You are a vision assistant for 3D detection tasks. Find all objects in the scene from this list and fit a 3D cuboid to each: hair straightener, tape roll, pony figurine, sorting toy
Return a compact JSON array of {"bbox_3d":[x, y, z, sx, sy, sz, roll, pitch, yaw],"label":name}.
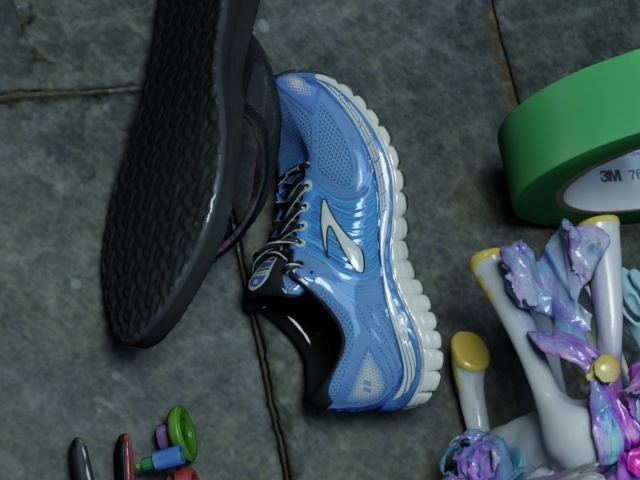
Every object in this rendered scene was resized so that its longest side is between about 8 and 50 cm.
[{"bbox_3d":[-0.194,0.276,1.380,0.089,0.047,0.230,0,76,-21],"label":"hair straightener"},{"bbox_3d":[0.330,-0.099,1.553,0.321,0.321,0.077,-4,73,-22],"label":"tape roll"},{"bbox_3d":[0.225,0.172,1.412,0.303,0.351,0.363,-3,69,-17],"label":"pony figurine"},{"bbox_3d":[-0.131,0.194,1.430,0.042,0.061,0.102,-15,67,10],"label":"sorting toy"}]

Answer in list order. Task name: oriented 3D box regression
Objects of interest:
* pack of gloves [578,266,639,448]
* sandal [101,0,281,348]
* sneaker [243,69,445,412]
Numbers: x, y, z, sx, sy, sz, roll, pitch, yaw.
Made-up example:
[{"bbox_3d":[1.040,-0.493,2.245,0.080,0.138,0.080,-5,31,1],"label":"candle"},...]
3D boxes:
[{"bbox_3d":[0.302,0.142,1.529,0.046,0.195,0.232,-30,84,-22],"label":"pack of gloves"},{"bbox_3d":[-0.090,-0.109,1.494,0.107,0.167,0.445,24,64,-31],"label":"sandal"},{"bbox_3d":[0.000,0.000,1.501,0.147,0.130,0.330,-10,75,-26],"label":"sneaker"}]
